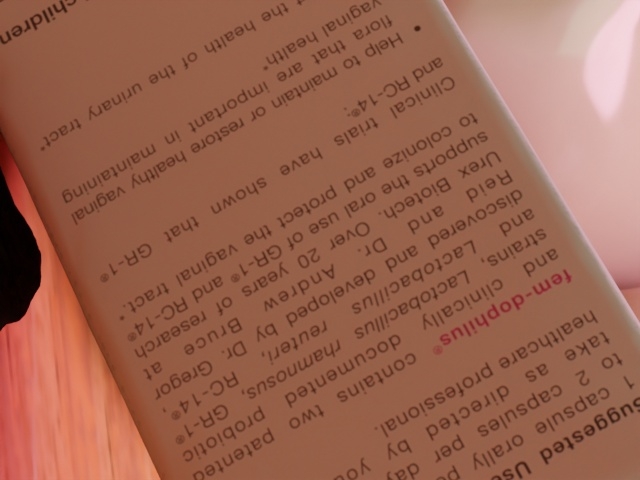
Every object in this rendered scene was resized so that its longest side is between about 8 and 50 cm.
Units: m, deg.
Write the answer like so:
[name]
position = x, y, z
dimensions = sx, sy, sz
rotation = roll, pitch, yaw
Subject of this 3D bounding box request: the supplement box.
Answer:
[supplement box]
position = 0.000, 0.000, 0.449
dimensions = 0.220, 0.114, 0.111
rotation = 61, 0, 25

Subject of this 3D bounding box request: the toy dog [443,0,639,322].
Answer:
[toy dog]
position = 0.115, -0.050, 0.734
dimensions = 0.408, 0.284, 0.395
rotation = 52, 43, -51

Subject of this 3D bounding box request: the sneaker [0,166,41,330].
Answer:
[sneaker]
position = -0.113, -0.021, 0.398
dimensions = 0.170, 0.051, 0.089
rotation = 65, 21, -43
